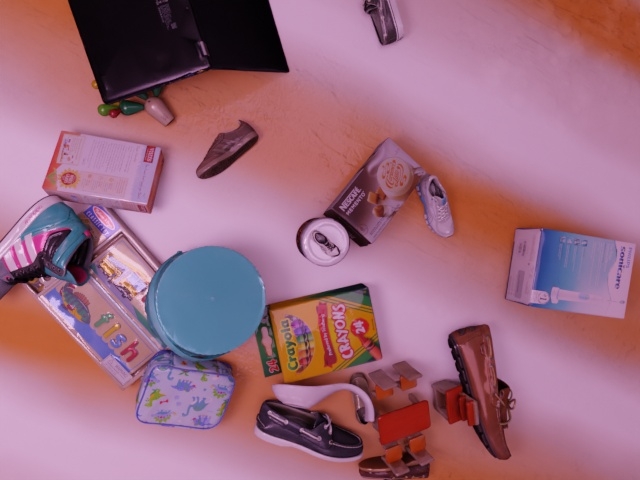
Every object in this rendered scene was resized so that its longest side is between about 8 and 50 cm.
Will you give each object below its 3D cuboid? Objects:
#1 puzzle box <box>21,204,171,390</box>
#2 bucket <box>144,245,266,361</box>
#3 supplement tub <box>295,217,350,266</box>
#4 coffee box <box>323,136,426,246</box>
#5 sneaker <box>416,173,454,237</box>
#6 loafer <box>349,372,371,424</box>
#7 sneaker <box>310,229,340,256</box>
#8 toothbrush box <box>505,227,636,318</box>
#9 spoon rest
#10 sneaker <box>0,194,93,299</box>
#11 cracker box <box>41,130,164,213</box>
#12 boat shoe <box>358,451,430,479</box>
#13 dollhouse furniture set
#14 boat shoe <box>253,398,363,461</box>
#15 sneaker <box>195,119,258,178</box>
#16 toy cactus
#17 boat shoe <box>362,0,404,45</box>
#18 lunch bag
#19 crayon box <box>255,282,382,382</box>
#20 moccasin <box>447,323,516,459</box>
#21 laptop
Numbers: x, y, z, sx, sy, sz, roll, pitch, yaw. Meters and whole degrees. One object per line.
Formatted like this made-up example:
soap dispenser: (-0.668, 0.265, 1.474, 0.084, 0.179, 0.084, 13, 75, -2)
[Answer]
puzzle box: (-0.518, 0.136, 1.099, 0.272, 0.052, 0.409, -40, 98, -5)
bucket: (-0.269, 0.144, 1.031, 0.281, 0.183, 0.281, 5, 77, -22)
supplement tub: (0.000, 0.000, 1.098, 0.117, 0.190, 0.116, 0, 92, -9)
coffee box: (0.140, -0.123, 1.141, 0.141, 0.098, 0.246, 41, 77, -7)
sneaker: (0.320, -0.094, 1.196, 0.071, 0.083, 0.190, -27, 98, -8)
loafer: (0.116, 0.440, 1.209, 0.056, 0.050, 0.148, -12, 95, -8)
sneaker: (0.011, 0.010, 0.984, 0.083, 0.037, 0.032, 39, 85, -10)
toothbrush box: (0.703, 0.090, 1.239, 0.296, 0.126, 0.216, 7, 91, -8)
spoon rest: (0.007, 0.406, 1.150, 0.277, 0.137, 0.084, 15, 65, -6)
sneaker: (-0.629, 0.064, 0.996, 0.178, 0.124, 0.295, 38, 89, -1)
cracker box: (-0.512, -0.162, 1.052, 0.232, 0.067, 0.155, 9, 69, -8)
boat shoe: (0.208, 0.644, 1.222, 0.207, 0.073, 0.073, -2, 91, -8)
dollhouse furniture set: (0.270, 0.465, 1.166, 0.259, 0.135, 0.261, -13, 101, -18)
boat shoe: (-0.021, 0.501, 1.161, 0.303, 0.114, 0.091, 15, 96, -10)
sneaker: (-0.250, -0.233, 1.122, 0.188, 0.066, 0.071, -38, 81, -10)
toy cactus: (-0.432, -0.362, 1.069, 0.180, 0.112, 0.219, 46, 78, -18)
boat shoe: (0.149, -0.624, 1.144, 0.070, 0.078, 0.219, -25, 98, -8)
lunch bag: (-0.339, 0.379, 1.095, 0.219, 0.090, 0.176, 17, 99, -23)
crayon box: (-0.012, 0.249, 1.165, 0.319, 0.081, 0.202, -13, 95, -7)
moccasin: (0.473, 0.422, 1.228, 0.147, 0.139, 0.379, -15, 86, 1)
laptop: (-0.337, -0.551, 1.046, 0.408, 0.236, 0.381, -17, 95, 6)
